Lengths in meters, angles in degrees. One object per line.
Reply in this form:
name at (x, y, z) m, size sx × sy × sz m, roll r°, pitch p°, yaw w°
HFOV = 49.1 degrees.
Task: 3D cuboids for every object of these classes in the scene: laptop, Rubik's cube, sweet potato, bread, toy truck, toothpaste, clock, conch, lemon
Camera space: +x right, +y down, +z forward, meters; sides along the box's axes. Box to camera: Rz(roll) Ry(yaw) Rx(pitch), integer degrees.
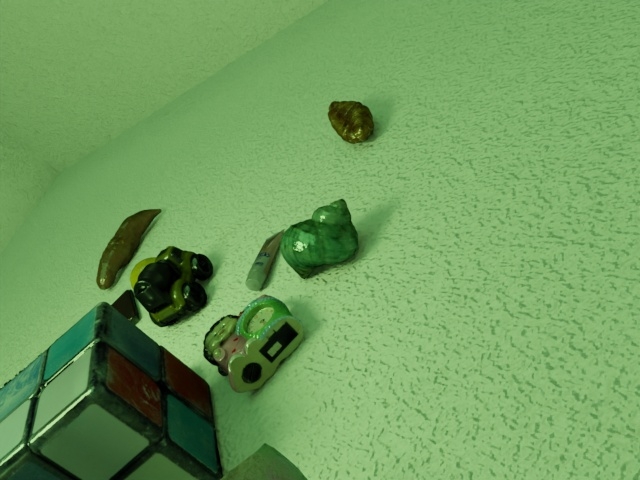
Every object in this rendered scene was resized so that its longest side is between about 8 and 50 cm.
laptop at (-0.591, 0.233, 2.027) m, size 0.154 × 0.026 × 0.207 m, roll -46°, pitch 27°, yaw 0°
Rubik's cube at (-0.406, 0.364, 1.303) m, size 0.316 × 0.313 × 0.318 m, roll -40°, pitch 27°, yaw 7°
sweet potato at (-0.660, 0.017, 2.339) m, size 0.106 × 0.095 × 0.354 m, roll 10°, pitch 52°, yaw 23°
bread at (0.087, -0.311, 1.837) m, size 0.105 × 0.076 × 0.233 m, roll -51°, pitch 34°, yaw 11°
toy truck at (-0.385, 0.099, 1.791) m, size 0.147 × 0.165 × 0.224 m, roll -29°, pitch 31°, yaw 26°
toothpaste at (-0.133, 0.043, 1.682) m, size 0.067 × 0.043 × 0.194 m, roll -28°, pitch 26°, yaw 32°
clock at (-0.144, 0.196, 1.425) m, size 0.194 × 0.100 × 0.195 m, roll -46°, pitch 30°, yaw -12°
conch at (-0.004, -0.001, 1.489) m, size 0.188 × 0.122 × 0.176 m, roll -29°, pitch 7°, yaw 19°
lemon at (-0.477, 0.104, 1.965) m, size 0.133 × 0.109 × 0.109 m, roll -32°, pitch 30°, yaw 33°

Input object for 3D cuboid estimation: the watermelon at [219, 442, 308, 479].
watermelon at (-0.101, 0.490, 0.887) m, size 0.292 × 0.319 × 0.222 m, roll -19°, pitch -32°, yaw -48°

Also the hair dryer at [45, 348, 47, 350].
hair dryer at (-0.878, 0.397, 2.156) m, size 0.173 × 0.050 × 0.195 m, roll -24°, pitch 30°, yaw 31°
